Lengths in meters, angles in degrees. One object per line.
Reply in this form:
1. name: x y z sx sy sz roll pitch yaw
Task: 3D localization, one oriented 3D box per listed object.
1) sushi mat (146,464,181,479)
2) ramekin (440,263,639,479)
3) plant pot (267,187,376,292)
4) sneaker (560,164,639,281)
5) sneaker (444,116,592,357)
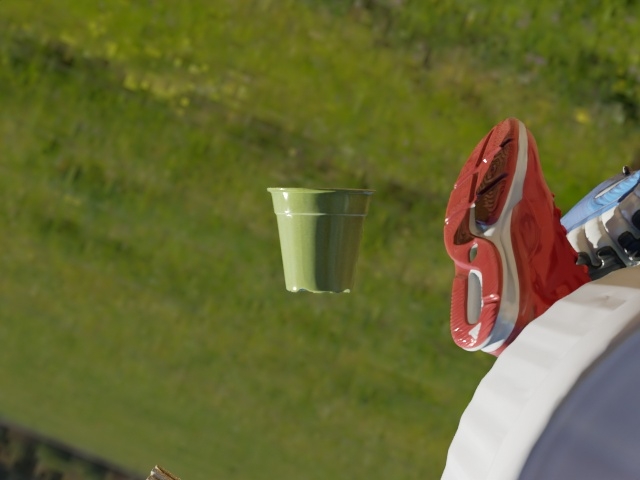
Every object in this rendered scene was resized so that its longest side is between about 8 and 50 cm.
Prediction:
1. sushi mat: -0.023 0.297 1.255 0.316 0.151 0.019 31 -160 6
2. ramekin: 0.172 0.127 0.759 0.273 0.273 0.127 25 180 -17
3. plant pot: 0.000 0.000 1.375 0.083 0.079 0.083 1 179 0
4. sneaker: 0.280 -0.027 1.433 0.130 0.330 0.147 52 -156 -15
5. sneaker: 0.168 0.015 1.385 0.128 0.221 0.087 27 141 -21
